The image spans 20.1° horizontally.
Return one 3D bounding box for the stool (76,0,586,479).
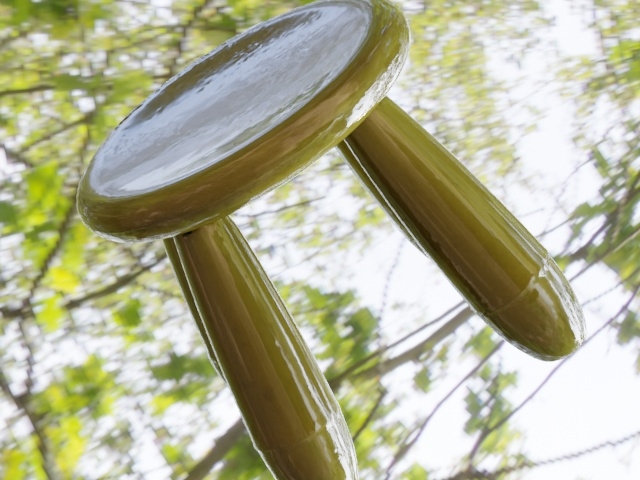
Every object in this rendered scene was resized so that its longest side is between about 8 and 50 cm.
[{"bbox_3d":[0.000,0.000,0.543,0.134,0.135,0.110,-15,-61,39],"label":"stool"}]
